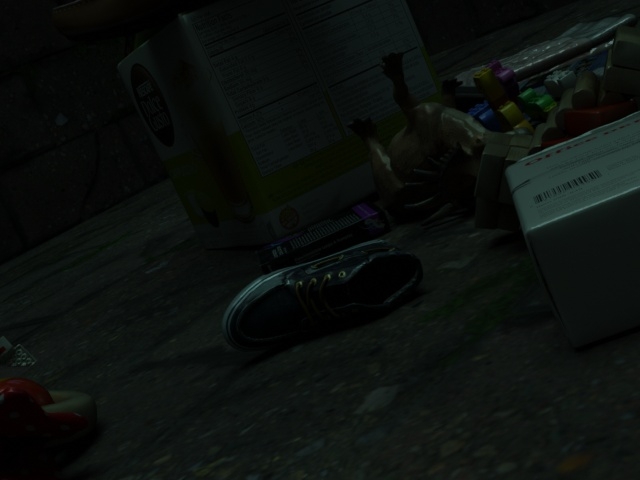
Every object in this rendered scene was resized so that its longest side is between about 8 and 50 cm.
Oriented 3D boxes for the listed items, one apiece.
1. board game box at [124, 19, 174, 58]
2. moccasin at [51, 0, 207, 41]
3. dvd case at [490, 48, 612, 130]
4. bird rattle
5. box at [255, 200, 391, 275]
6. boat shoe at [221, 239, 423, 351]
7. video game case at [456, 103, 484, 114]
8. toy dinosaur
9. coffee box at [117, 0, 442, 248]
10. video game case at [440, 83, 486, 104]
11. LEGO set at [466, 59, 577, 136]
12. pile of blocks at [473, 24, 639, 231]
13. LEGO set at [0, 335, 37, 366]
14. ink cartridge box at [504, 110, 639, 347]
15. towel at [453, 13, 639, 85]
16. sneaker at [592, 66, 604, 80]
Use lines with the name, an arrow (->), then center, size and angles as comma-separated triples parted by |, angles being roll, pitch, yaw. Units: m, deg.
board game box -> -0.243, -0.333, 1.637 | 0.145, 0.027, 0.281 | -28, -1, -15
moccasin -> -0.195, -0.377, 1.346 | 0.380, 0.147, 0.139 | -23, 10, 22
dvd case -> 0.283, -0.173, 1.319 | 0.180, 0.022, 0.253 | -46, 18, -32
bird rattle -> -0.288, 0.155, 0.889 | 0.254, 0.143, 0.207 | -14, -2, 29
box -> 0.000, 0.000, 1.258 | 0.162, 0.029, 0.116 | -23, 10, -2
boat shoe -> 0.001, 0.049, 0.918 | 0.183, 0.065, 0.083 | -25, 9, -12
video game case -> 0.139, -0.214, 1.810 | 0.196, 0.026, 0.274 | -3, 2, -27
toy dinosaur -> 0.119, -0.085, 1.196 | 0.127, 0.200, 0.295 | -2, -22, -19
coffee box -> -0.056, -0.210, 1.551 | 0.338, 0.334, 0.338 | -28, 10, -24
video game case -> 0.194, -0.240, 1.738 | 0.193, 0.023, 0.212 | -3, 1, -27
LEGO set -> 0.223, -0.175, 1.221 | 0.087, 0.093, 0.227 | -35, 15, -7
pile of blocks -> 0.272, -0.106, 0.861 | 0.362, 0.149, 0.112 | -44, 3, 26
LEGO set -> -0.406, 0.187, 1.051 | 0.244, 0.060, 0.182 | -48, -7, 29
ink cartridge box -> 0.222, -0.023, 0.724 | 0.159, 0.092, 0.218 | -21, 13, 12
towel -> 0.427, -0.355, 2.002 | 0.317, 0.053, 0.332 | -24, 10, 1
sneaker -> 0.351, -0.152, 1.040 | 0.115, 0.105, 0.281 | -16, 15, 9
